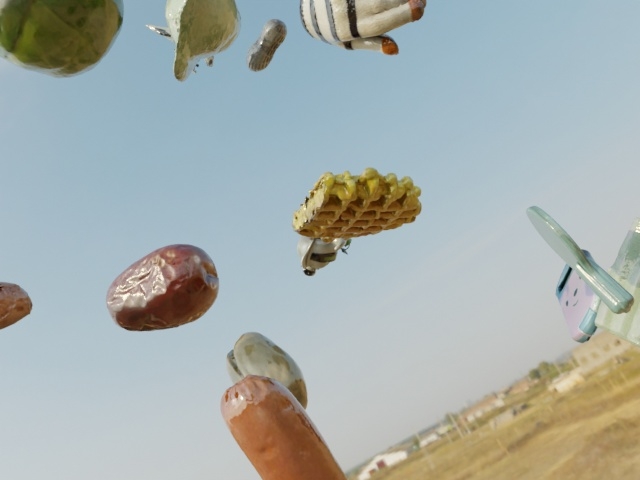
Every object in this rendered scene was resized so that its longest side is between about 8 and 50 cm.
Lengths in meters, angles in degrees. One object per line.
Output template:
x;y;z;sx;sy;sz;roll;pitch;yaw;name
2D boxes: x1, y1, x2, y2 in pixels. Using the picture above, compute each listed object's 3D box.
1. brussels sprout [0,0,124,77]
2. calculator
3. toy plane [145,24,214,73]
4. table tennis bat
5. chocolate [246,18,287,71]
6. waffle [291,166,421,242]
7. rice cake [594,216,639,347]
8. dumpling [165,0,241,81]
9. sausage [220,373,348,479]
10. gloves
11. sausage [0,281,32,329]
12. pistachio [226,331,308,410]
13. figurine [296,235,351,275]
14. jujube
-0.639;-0.534;1.429;0.289;0.354;0.281;-61;-19;8;brussels sprout
0.684;0.139;1.640;0.293;0.051;0.173;-74;-3;-61;calculator
-0.360;-0.540;1.676;0.082;0.234;0.160;-28;-39;-50;toy plane
0.437;0.031;1.076;0.040;0.244;0.153;-40;-38;7;table tennis bat
-0.153;-0.544;1.756;0.072;0.072;0.167;0;-43;-53;chocolate
0.057;-0.057;1.196;0.283;0.065;0.309;-13;-20;26;waffle
0.602;0.082;1.176;0.043;0.127;0.237;-3;-67;-33;rice cake
-0.198;-0.336;0.983;0.149;0.105;0.216;-39;1;-1;dumpling
-0.051;0.311;0.934;0.113;0.259;0.113;-30;10;6;sausage
0.076;-0.414;1.124;0.218;0.140;0.131;12;4;39;gloves
-0.674;0.149;0.975;0.418;0.094;0.094;-18;-40;-25;sausage
-0.106;0.260;1.221;0.135;0.226;0.136;-19;-53;-27;pistachio
0.000;0.000;1.501;0.147;0.126;0.193;-39;-28;-63;figurine
-0.433;0.139;1.731;0.317;0.223;0.223;-22;-17;15;jujube
